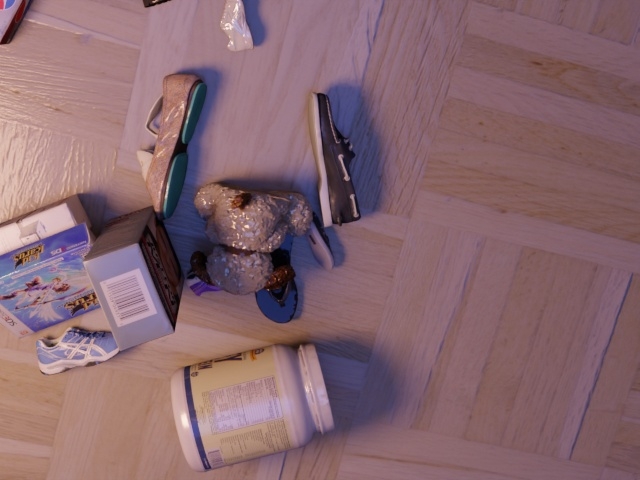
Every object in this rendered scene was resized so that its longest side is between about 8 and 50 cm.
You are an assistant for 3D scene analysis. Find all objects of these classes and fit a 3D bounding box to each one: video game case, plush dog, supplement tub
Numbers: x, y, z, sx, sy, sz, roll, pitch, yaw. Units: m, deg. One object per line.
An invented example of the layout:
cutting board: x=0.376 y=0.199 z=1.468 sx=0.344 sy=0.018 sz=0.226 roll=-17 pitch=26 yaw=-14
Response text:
video game case: x=-0.564 y=0.091 z=1.808 sx=0.269 sy=0.244 sz=0.061 roll=-21 pitch=61 yaw=-1
plush dog: x=-0.158 y=0.005 z=1.819 sx=0.262 sy=0.210 sz=0.225 roll=7 pitch=99 yaw=4
supplement tub: x=-0.148 y=0.361 z=1.911 sx=0.324 sy=0.235 sz=0.235 roll=-14 pitch=104 yaw=-4

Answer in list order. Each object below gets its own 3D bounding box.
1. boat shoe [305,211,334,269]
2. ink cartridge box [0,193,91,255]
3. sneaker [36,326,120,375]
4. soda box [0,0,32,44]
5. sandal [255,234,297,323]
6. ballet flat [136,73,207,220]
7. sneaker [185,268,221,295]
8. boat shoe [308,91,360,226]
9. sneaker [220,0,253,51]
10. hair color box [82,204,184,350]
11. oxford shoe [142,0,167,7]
boat shoe: x=0.000 y=0.000 z=1.943 sx=0.040 sy=0.049 sz=0.142 roll=-42 pitch=115 yaw=-36
ink cartridge box: x=-0.593 y=-0.020 z=1.816 sx=0.190 sy=0.139 sz=0.082 roll=-23 pitch=102 yaw=-2
sneaker: x=-0.528 y=0.233 z=1.914 sx=0.211 sy=0.080 sz=0.081 roll=-16 pitch=108 yaw=-4
soda box: x=-0.606 y=-0.523 z=1.721 sx=0.083 sy=0.092 sz=0.263 roll=30 pitch=98 yaw=-11
sandal: x=-0.101 y=0.068 z=1.941 sx=0.097 sy=0.054 sz=0.255 roll=-4 pitch=104 yaw=-6
ballet flat: x=-0.328 y=-0.203 z=1.839 sx=0.106 sy=0.107 sz=0.316 roll=18 pitch=96 yaw=10
sneaker: x=-0.215 y=0.074 z=1.935 sx=0.169 sy=0.068 sz=0.071 roll=-20 pitch=120 yaw=7
boat shoe: x=0.031 y=-0.178 z=1.877 sx=0.091 sy=0.114 sz=0.303 roll=-9 pitch=116 yaw=-4
sneaker: x=-0.184 y=-0.468 z=1.806 sx=0.061 sy=0.054 sz=0.152 roll=-13 pitch=105 yaw=-1
hair color box: x=-0.364 y=0.062 z=1.741 sx=0.113 sy=0.374 sz=0.185 roll=-19 pitch=105 yaw=-2
oxford shoe: x=-0.267 y=-0.556 z=1.762 sx=0.227 sy=0.083 sz=0.096 roll=-19 pitch=100 yaw=-3
